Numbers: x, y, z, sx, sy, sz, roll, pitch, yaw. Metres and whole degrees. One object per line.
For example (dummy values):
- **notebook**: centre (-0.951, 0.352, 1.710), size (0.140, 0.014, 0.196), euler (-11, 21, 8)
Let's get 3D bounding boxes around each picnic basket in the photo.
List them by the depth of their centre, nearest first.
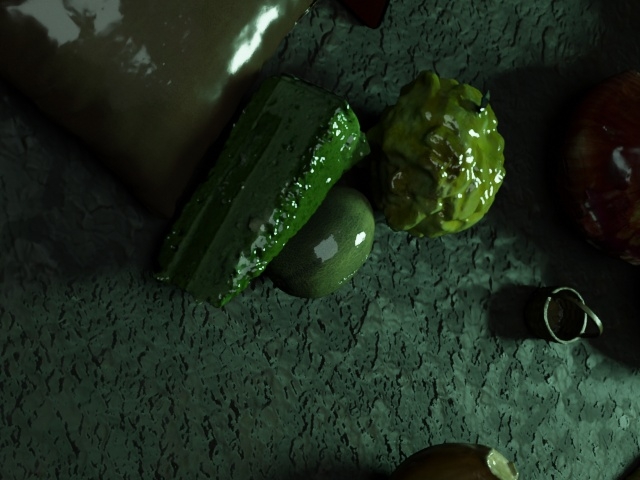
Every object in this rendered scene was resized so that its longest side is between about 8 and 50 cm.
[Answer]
- **picnic basket**: centre (0.280, 0.084, 1.531), size (0.072, 0.083, 0.072), euler (0, 89, -31)

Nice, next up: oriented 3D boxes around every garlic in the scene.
- **garlic**: centre (0.118, 0.305, 1.418), size (0.207, 0.128, 0.115), euler (-66, 161, -8)

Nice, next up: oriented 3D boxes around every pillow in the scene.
- **pillow**: centre (-0.164, -0.221, 1.245), size (0.305, 0.108, 0.308), euler (42, 71, -30)

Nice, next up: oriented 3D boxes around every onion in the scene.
- **onion**: centre (0.388, -0.081, 1.556), size (0.230, 0.163, 0.230), euler (-5, 98, -38)

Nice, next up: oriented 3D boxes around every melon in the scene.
- **melon**: centre (0.000, 0.000, 1.350), size (0.130, 0.098, 0.098), euler (-42, 110, -22)

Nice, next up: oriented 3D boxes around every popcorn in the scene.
- **popcorn**: centre (0.120, -0.091, 1.398), size (0.173, 0.142, 0.173), euler (-6, 101, -33)

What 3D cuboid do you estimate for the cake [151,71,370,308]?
- **cake**: centre (-0.055, -0.036, 1.309), size (0.235, 0.100, 0.099), euler (-59, 151, -6)

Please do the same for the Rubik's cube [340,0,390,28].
- **Rubik's cube**: centre (0.067, -0.336, 1.316), size (0.284, 0.234, 0.250), euler (-23, 102, -31)

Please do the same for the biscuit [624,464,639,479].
- **biscuit**: centre (0.476, 0.356, 1.685), size (0.172, 0.029, 0.254), euler (-38, 109, -27)
